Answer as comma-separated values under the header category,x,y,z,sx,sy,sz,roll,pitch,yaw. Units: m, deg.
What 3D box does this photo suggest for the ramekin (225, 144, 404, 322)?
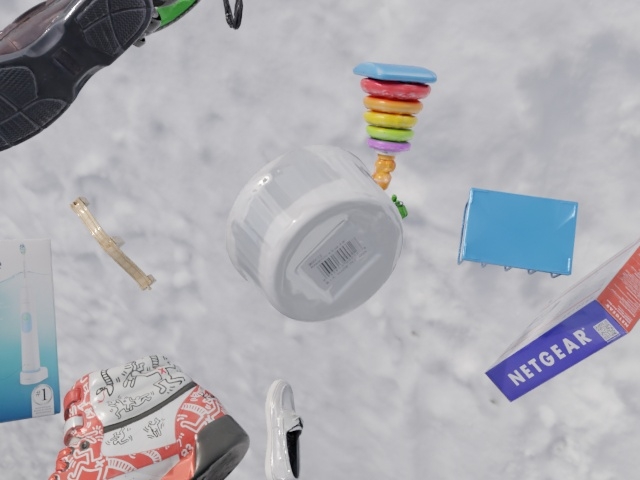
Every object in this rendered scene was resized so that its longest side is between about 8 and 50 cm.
category,x,y,z,sx,sy,sz,roll,pitch,yaw
ramekin,0.000,0.000,1.171,0.135,0.277,0.277,49,162,45

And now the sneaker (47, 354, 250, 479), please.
category,x,y,z,sx,sy,sz,roll,pitch,yaw
sneaker,-0.208,0.212,0.641,0.145,0.270,0.090,40,148,25

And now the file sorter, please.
category,x,y,z,sx,sy,sz,roll,pitch,yaw
file sorter,0.318,-0.007,1.198,0.170,0.118,0.104,8,171,5

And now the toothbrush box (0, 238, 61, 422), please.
category,x,y,z,sx,sy,sz,roll,pitch,yaw
toothbrush box,-0.557,0.149,1.195,0.126,0.216,0.295,-9,86,56

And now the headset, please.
category,x,y,z,sx,sy,sz,roll,pitch,yaw
headset,-0.380,-0.525,1.480,0.185,0.394,0.243,51,127,1

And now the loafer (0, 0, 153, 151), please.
category,x,y,z,sx,sy,sz,roll,pitch,yaw
loafer,-0.334,-0.212,0.861,0.095,0.302,0.109,48,175,42

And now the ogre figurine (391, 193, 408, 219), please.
category,x,y,z,sx,sy,sz,roll,pitch,yaw
ogre figurine,0.079,-0.045,1.367,0.197,0.118,0.096,-131,28,-59

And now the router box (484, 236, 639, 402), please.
category,x,y,z,sx,sy,sz,roll,pitch,yaw
router box,0.517,0.150,1.445,0.082,0.301,0.335,48,140,9

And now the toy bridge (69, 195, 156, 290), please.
category,x,y,z,sx,sy,sz,roll,pitch,yaw
toy bridge,-0.332,0.007,1.165,0.188,0.026,0.063,49,178,-1

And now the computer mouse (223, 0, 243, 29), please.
category,x,y,z,sx,sy,sz,roll,pitch,yaw
computer mouse,-0.126,-0.480,1.232,0.071,0.041,0.242,28,115,46

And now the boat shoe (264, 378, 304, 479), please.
category,x,y,z,sx,sy,sz,roll,pitch,yaw
boat shoe,-0.059,0.332,1.278,0.063,0.184,0.066,-16,143,31

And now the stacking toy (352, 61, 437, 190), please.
category,x,y,z,sx,sy,sz,roll,pitch,yaw
stacking toy,0.163,-0.260,1.715,0.175,0.166,0.301,-141,54,-65
